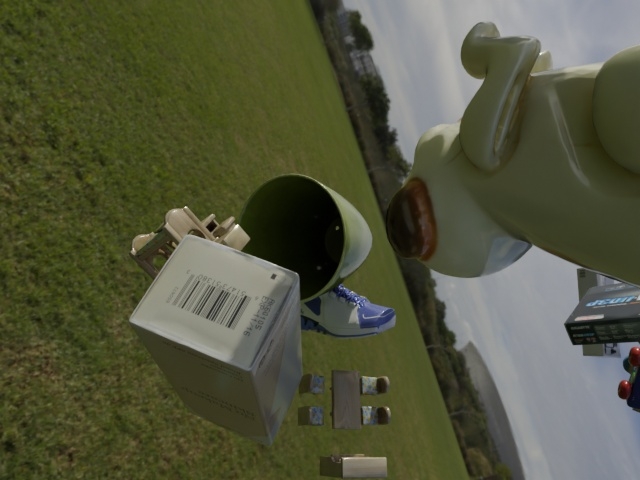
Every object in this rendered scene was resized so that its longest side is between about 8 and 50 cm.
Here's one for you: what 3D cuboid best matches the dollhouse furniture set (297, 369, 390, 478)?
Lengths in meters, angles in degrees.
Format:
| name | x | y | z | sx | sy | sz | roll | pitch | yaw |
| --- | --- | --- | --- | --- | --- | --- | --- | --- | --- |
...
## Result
| name | x | y | z | sx | sy | sz | roll | pitch | yaw |
| --- | --- | --- | --- | --- | --- | --- | --- | --- | --- |
| dollhouse furniture set | 0.071 | 0.432 | 1.204 | 0.161 | 0.212 | 0.242 | 134 | -40 | -60 |

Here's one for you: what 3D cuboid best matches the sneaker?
| name | x | y | z | sx | sy | sz | roll | pitch | yaw |
| --- | --- | --- | --- | --- | --- | --- | --- | --- | --- |
| sneaker | 0.028 | 0.145 | 1.302 | 0.127 | 0.315 | 0.182 | -8 | 97 | -57 |

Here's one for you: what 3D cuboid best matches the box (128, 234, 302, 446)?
| name | x | y | z | sx | sy | sz | roll | pitch | yaw |
| --- | --- | --- | --- | --- | --- | --- | --- | --- | --- |
| box | -0.109 | 0.144 | 0.641 | 0.311 | 0.147 | 0.121 | 90 | 22 | -55 |

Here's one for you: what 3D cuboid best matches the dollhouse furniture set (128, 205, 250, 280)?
| name | x | y | z | sx | sy | sz | roll | pitch | yaw |
| --- | --- | --- | --- | --- | --- | --- | --- | --- | --- |
| dollhouse furniture set | -0.180 | -0.028 | 0.787 | 0.101 | 0.181 | 0.161 | 50 | 39 | -15 |

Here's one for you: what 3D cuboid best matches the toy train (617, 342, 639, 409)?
| name | x | y | z | sx | sy | sz | roll | pitch | yaw |
| --- | --- | --- | --- | --- | --- | --- | --- | --- | --- |
| toy train | 0.724 | 0.233 | 1.091 | 0.143 | 0.105 | 0.248 | -40 | 137 | -59 |

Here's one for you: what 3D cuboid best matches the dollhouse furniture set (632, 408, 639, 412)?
| name | x | y | z | sx | sy | sz | roll | pitch | yaw |
| --- | --- | --- | --- | --- | --- | --- | --- | --- | --- |
| dollhouse furniture set | 0.979 | 0.412 | 1.374 | 0.184 | 0.128 | 0.129 | -68 | -167 | -7 |

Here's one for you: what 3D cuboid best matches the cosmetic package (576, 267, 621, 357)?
| name | x | y | z | sx | sy | sz | roll | pitch | yaw |
| --- | --- | --- | --- | --- | --- | --- | --- | --- | --- |
| cosmetic package | 0.759 | 0.196 | 1.371 | 0.098 | 0.060 | 0.239 | 13 | 73 | -36 |

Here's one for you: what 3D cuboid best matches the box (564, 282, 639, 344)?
| name | x | y | z | sx | sy | sz | roll | pitch | yaw |
| --- | --- | --- | --- | --- | --- | --- | --- | --- | --- |
| box | 0.602 | 0.129 | 0.947 | 0.175 | 0.220 | 0.051 | -29 | 97 | -41 |

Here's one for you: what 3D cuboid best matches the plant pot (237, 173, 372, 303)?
| name | x | y | z | sx | sy | sz | roll | pitch | yaw |
| --- | --- | --- | --- | --- | --- | --- | --- | --- | --- |
| plant pot | 0.000 | 0.000 | 1.181 | 0.293 | 0.274 | 0.275 | 2 | 68 | -61 |

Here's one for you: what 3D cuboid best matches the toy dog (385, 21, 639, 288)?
| name | x | y | z | sx | sy | sz | roll | pitch | yaw |
| --- | --- | --- | --- | --- | --- | --- | --- | --- | --- |
| toy dog | 0.276 | -0.067 | 0.588 | 0.284 | 0.407 | 0.396 | -11 | 91 | -41 |
